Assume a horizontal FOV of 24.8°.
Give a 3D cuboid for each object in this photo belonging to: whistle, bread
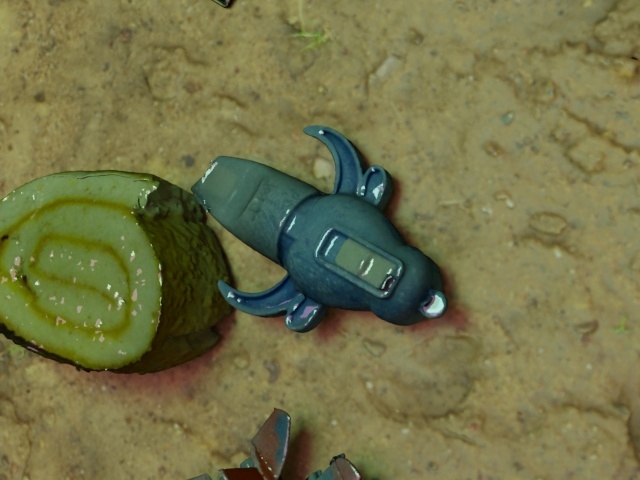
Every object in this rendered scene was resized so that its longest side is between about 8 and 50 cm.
[{"bbox_3d":[0.000,0.000,1.267,0.269,0.093,0.180,31,92,30],"label":"whistle"},{"bbox_3d":[-0.211,0.028,1.352,0.257,0.124,0.186,9,84,27],"label":"bread"}]

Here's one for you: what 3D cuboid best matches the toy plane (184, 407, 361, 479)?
[{"bbox_3d":[-0.010,0.317,1.241,0.223,0.104,0.326,-38,75,21],"label":"toy plane"}]

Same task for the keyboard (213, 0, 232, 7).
[{"bbox_3d":[-0.183,-0.341,1.410,0.317,0.027,0.106,34,103,25],"label":"keyboard"}]
